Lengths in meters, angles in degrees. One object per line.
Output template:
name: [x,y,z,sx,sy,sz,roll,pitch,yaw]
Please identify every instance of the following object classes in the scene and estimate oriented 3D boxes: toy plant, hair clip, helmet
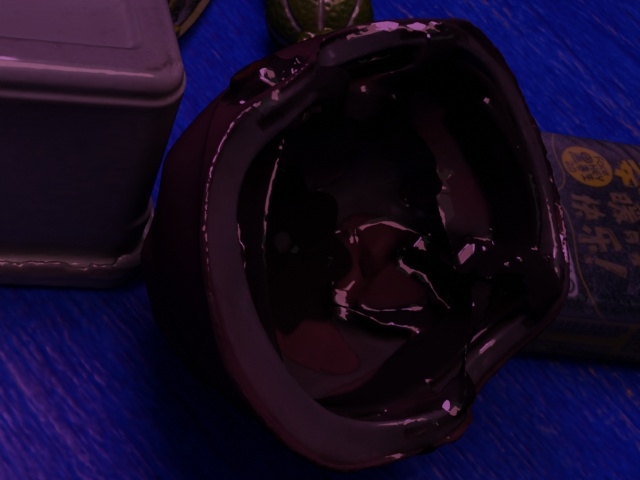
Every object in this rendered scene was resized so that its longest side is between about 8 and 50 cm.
toy plant: [-0.003,-0.207,1.300,0.092,0.093,0.162,11,51,-17]
hair clip: [-0.113,-0.213,1.289,0.060,0.033,0.188,26,43,-7]
helmet: [0.000,0.000,1.028,0.338,0.197,0.271,-38,112,-36]

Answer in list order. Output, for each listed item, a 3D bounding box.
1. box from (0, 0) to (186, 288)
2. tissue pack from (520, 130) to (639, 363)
box: [-0.241,-0.093,1.020,0.312,0.182,0.175,3,51,-25]
tissue pack: [0.220,0.004,1.233,0.257,0.081,0.185,7,50,-21]
